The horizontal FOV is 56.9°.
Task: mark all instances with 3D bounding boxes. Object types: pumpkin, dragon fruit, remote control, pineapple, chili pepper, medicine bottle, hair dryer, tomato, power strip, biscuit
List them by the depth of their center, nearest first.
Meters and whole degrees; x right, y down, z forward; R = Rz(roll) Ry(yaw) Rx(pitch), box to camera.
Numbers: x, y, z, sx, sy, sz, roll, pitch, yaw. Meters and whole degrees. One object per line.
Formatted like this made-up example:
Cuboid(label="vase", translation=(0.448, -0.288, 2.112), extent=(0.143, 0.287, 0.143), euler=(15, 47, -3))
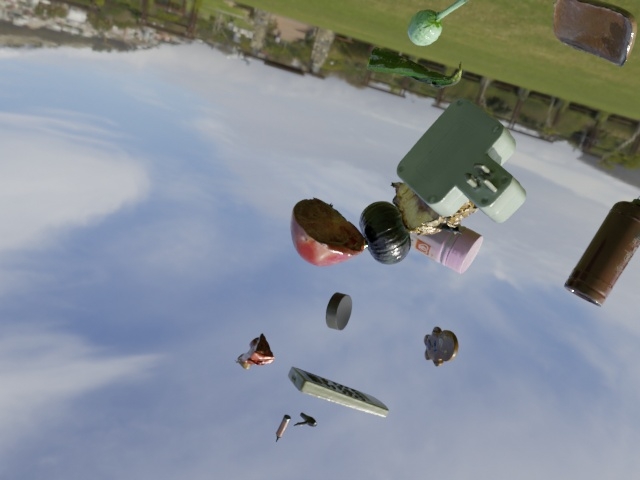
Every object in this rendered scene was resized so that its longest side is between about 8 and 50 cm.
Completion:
Cuboid(label="power strip", translation=(0.304, -0.161, 1.260), extent=(0.141, 0.229, 0.261), euler=(27, -160, -47))
Cuboid(label="remote control", translation=(0.052, 0.415, 1.618), extent=(0.286, 0.038, 0.123), euler=(23, 180, -20))
Cuboid(label="pineapple", translation=(0.331, -0.076, 1.631), extent=(0.161, 0.158, 0.335), euler=(19, 171, -31))
Cuboid(label="hair dryer", translation=(-0.062, 0.596, 1.954), extent=(0.083, 0.031, 0.079), euler=(3, -171, -40))
Cuboid(label="chili pepper", translation=(0.312, -0.571, 1.959), extent=(0.359, 0.084, 0.076), euler=(24, -177, 33))
Cuboid(label="tomato", translation=(-0.001, 0.002, 2.108), extent=(0.309, 0.170, 0.309), euler=(25, -147, -17))
Cuboid(label="pumpkin", translation=(0.216, -0.015, 2.240), extent=(0.248, 0.247, 0.248), euler=(15, -163, -5))
Cuboid(label="dragon fruit", translation=(-0.283, 0.452, 2.356), extent=(0.092, 0.122, 0.192), euler=(-11, 169, -42))
Cuboid(label="biscuit", translation=(0.535, 0.473, 2.645), extent=(0.039, 0.179, 0.236), euler=(7, 163, -25))
Cuboid(label="medicine bottle", translation=(0.544, -0.006, 2.663), extent=(0.316, 0.202, 0.202), euler=(31, -158, 24))

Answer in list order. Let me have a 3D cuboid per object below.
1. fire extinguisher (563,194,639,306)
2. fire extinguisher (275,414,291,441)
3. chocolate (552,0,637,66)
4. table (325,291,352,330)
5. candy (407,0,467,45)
Cuboid(label="fire extinguisher", translation=(0.737, -0.006, 1.465), extent=(0.102, 0.343, 0.138), euler=(32, -178, 20))
Cuboid(label="fire extinguisher", translation=(-0.110, 0.539, 1.693), extent=(0.023, 0.083, 0.028), euler=(24, -162, -3))
Cuboid(label="chocolate", translation=(0.788, -0.616, 1.679), extent=(0.083, 0.161, 0.261), euler=(-34, -127, -16))
Cuboid(label="table", translation=(0.067, 0.256, 2.130), extent=(0.043, 0.133, 0.133), euler=(11, -167, 27))
Cuboid(label="candy", translation=(0.456, -0.795, 1.988), extent=(0.119, 0.119, 0.440), euler=(6, 165, -32))
